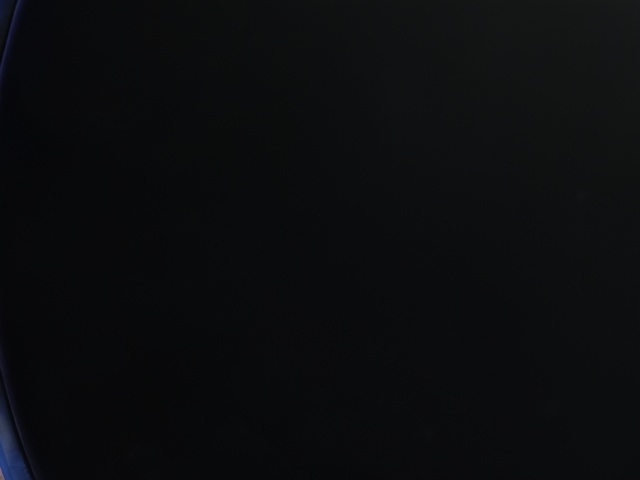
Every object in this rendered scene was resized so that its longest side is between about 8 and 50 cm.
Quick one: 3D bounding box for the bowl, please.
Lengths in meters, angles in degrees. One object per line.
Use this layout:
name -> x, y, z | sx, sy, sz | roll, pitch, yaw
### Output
bowl -> 0.073, -0.010, 0.327 | 0.391, 0.077, 0.391 | -1, 87, 22
